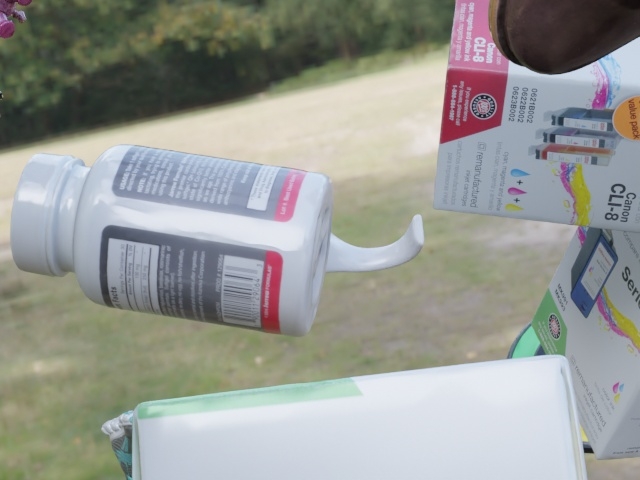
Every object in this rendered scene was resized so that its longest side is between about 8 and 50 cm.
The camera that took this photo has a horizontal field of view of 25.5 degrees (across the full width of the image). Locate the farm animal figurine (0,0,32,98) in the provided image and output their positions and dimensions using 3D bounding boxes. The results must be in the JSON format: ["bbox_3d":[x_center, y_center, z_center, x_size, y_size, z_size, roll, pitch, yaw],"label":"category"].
[{"bbox_3d":[-0.397,-0.218,1.089,0.327,0.330,0.172,-23,43,-40],"label":"farm animal figurine"}]

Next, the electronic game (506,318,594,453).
[{"bbox_3d":[0.332,0.153,1.669,0.229,0.048,0.229,-10,46,10],"label":"electronic game"}]

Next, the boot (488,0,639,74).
[{"bbox_3d":[0.186,-0.106,0.555,0.248,0.207,0.090,-40,-48,24],"label":"boot"}]

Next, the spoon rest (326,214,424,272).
[{"bbox_3d":[0.000,0.000,1.952,0.276,0.084,0.137,5,48,-6],"label":"spoon rest"}]

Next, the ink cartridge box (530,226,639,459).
[{"bbox_3d":[0.264,0.049,1.122,0.093,0.212,0.154,-1,47,-21],"label":"ink cartridge box"}]

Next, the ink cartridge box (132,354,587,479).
[{"bbox_3d":[0.040,0.145,0.772,0.211,0.121,0.289,-8,-12,8],"label":"ink cartridge box"}]

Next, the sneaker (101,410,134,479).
[{"bbox_3d":[-0.165,0.201,1.377,0.065,0.076,0.166,-13,-9,-20],"label":"sneaker"}]

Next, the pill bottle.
[{"bbox_3d":[-0.155,-0.007,1.494,0.319,0.176,0.176,9,12,6],"label":"pill bottle"}]

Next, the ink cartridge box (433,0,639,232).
[{"bbox_3d":[0.173,-0.096,0.961,0.176,0.128,0.127,6,44,5],"label":"ink cartridge box"}]
